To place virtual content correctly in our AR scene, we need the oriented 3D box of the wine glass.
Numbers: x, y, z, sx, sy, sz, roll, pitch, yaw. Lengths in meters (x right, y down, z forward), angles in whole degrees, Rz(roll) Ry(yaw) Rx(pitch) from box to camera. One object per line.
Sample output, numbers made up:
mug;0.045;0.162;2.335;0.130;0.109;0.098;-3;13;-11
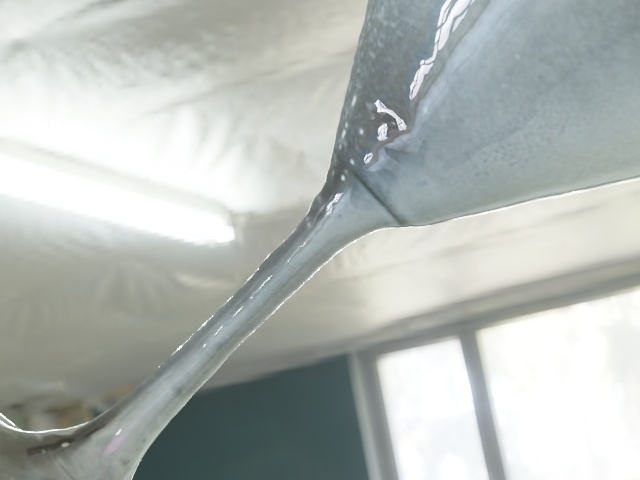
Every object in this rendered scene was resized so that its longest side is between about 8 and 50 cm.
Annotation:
wine glass;0.000;0.000;0.424;0.232;0.156;0.156;-45;-17;0
